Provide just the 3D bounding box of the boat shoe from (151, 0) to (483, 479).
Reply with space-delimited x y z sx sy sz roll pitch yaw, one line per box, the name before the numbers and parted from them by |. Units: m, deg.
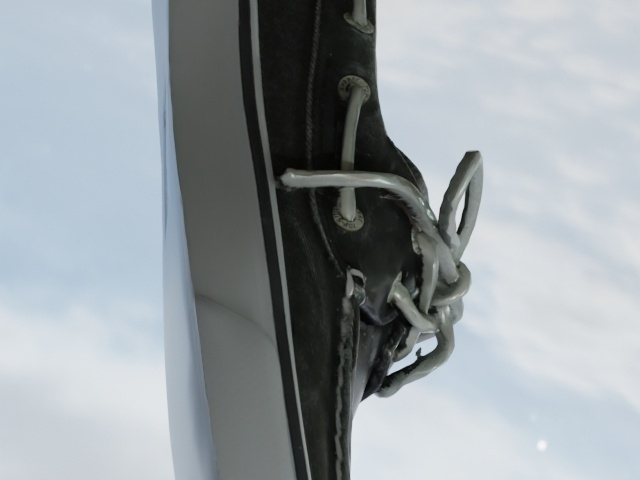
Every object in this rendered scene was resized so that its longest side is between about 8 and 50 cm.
boat shoe | -0.001 0.002 0.653 0.105 0.113 0.306 -1 -128 -8
